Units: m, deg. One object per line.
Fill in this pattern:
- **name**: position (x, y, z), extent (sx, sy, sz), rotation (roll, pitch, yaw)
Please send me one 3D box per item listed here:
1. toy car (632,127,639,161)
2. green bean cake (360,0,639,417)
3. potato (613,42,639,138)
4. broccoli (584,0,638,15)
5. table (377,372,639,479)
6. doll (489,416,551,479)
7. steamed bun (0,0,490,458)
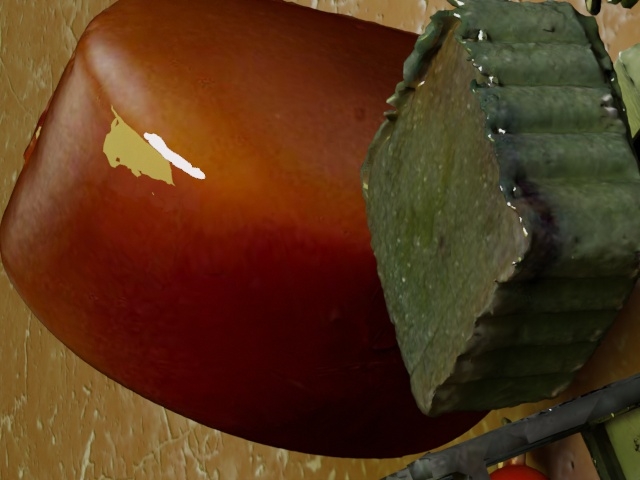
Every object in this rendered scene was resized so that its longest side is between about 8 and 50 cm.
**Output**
- **toy car**: position (0.267, -0.065, 0.966), extent (0.301, 0.193, 0.118), rotation (-45, 52, 54)
- **green bean cake**: position (0.097, -0.018, 1.021), extent (0.181, 0.094, 0.173), rotation (112, 151, -50)
- **potato**: position (0.235, -0.052, 1.174), extent (0.120, 0.081, 0.149), rotation (83, 162, -80)
- **broccoli**: position (0.145, -0.276, 1.062), extent (0.348, 0.281, 0.293), rotation (81, 168, -49)
- **table**: position (0.162, 0.248, 1.002), extent (0.222, 0.272, 0.335), rotation (-35, 74, 56)
- **doll**: position (0.131, 0.213, 1.332), extent (0.217, 0.085, 0.183), rotation (137, 131, -75)
- **steamed bun**: position (0.000, 0.000, 1.247), extent (0.248, 0.379, 0.235), rotation (-107, 35, -47)
